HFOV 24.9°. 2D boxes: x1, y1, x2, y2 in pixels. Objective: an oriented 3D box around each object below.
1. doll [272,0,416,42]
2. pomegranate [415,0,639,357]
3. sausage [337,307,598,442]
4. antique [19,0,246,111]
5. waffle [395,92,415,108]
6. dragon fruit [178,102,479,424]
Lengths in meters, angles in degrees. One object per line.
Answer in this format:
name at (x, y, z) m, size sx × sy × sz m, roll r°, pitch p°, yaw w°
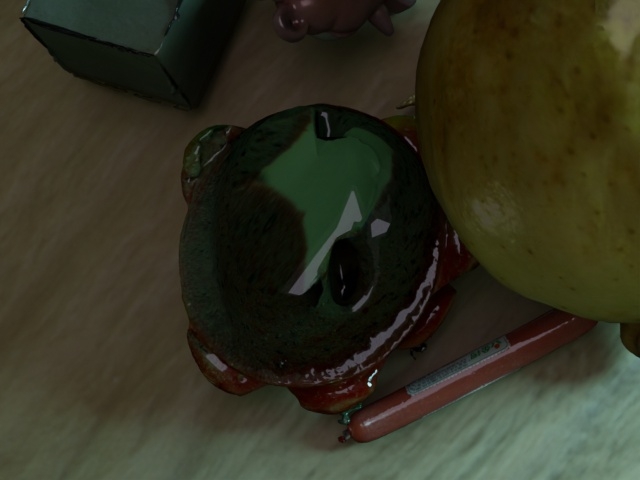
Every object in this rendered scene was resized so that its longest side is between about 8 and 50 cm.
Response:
doll at (0.006, -0.281, 1.300) m, size 0.093 × 0.211 × 0.262 m, roll -30°, pitch 44°, yaw 51°
pomegranate at (0.260, -0.089, 1.092) m, size 0.410 × 0.410 × 0.410 m, roll -4°, pitch 72°, yaw 12°
sausage at (0.127, 0.110, 1.217) m, size 0.253 × 0.034 × 0.034 m, roll -28°, pitch 69°, yaw 3°
antique at (-0.162, -0.215, 1.329) m, size 0.146 × 0.148 × 0.152 m, roll 19°, pitch 77°, yaw 17°
waffle at (0.150, -0.196, 1.302) m, size 0.191 × 0.032 × 0.125 m, roll -12°, pitch 80°, yaw 8°
dragon fruit at (0.000, 0.000, 1.226) m, size 0.268 × 0.130 × 0.295 m, roll 21°, pitch 73°, yaw 28°
